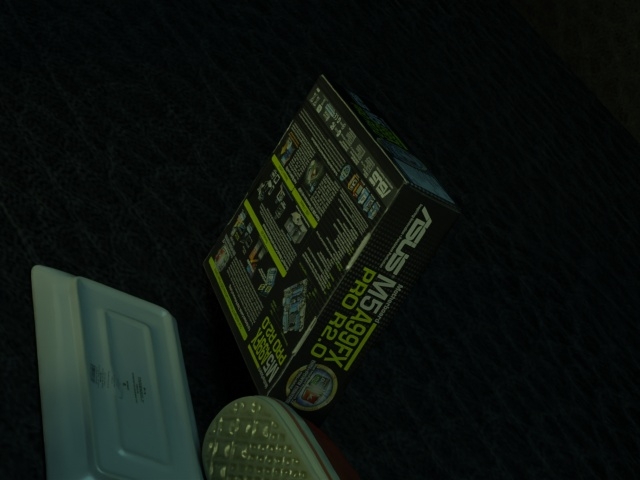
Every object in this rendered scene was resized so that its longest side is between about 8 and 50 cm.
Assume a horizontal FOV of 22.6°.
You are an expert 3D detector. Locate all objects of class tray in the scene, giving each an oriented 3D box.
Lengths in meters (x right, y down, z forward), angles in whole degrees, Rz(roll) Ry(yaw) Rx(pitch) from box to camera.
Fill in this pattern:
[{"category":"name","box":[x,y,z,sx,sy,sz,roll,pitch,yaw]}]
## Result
[{"category":"tray","box":[-0.151,0.121,1.253,0.145,0.030,0.270,23,31,-29]}]

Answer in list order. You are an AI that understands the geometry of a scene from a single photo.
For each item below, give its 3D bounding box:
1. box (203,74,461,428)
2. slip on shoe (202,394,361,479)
[{"category":"box","box":[0.000,0.000,1.365,0.060,0.216,0.270,26,14,-24]},{"category":"slip on shoe","box":[0.022,0.255,1.182,0.101,0.123,0.331,26,26,-51]}]
